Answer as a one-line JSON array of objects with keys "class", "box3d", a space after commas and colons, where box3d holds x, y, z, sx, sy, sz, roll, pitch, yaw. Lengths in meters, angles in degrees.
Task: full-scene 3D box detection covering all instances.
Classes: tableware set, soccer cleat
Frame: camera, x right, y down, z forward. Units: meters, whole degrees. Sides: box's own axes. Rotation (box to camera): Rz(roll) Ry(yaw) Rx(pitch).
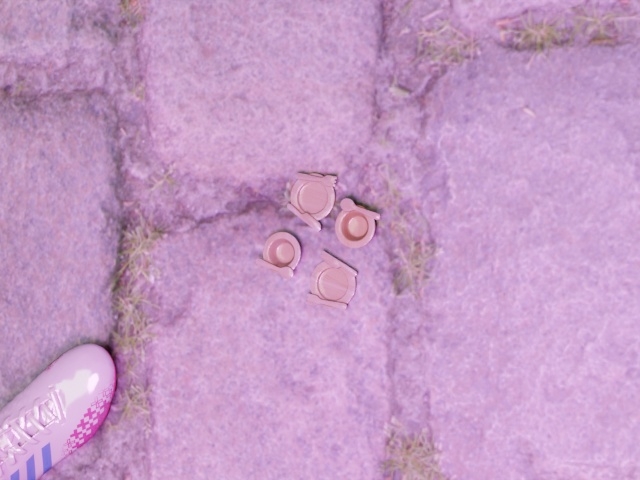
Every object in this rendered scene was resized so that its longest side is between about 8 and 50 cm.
[{"class": "tableware set", "box3d": [0.000, 0.000, 1.308, 0.141, 0.020, 0.168, 27, 100, 22]}, {"class": "soccer cleat", "box3d": [-0.418, 0.281, 1.421, 0.116, 0.143, 0.331, 46, 106, 17]}]
